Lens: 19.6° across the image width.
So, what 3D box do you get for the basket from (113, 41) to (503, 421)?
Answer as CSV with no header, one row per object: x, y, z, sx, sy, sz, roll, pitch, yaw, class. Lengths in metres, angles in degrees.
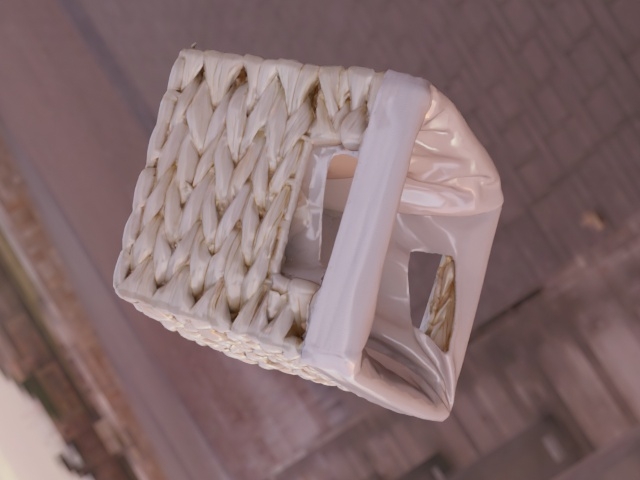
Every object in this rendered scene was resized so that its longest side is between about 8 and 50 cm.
0.000,0.000,0.731,0.103,0.113,0.167,13,172,18,basket
